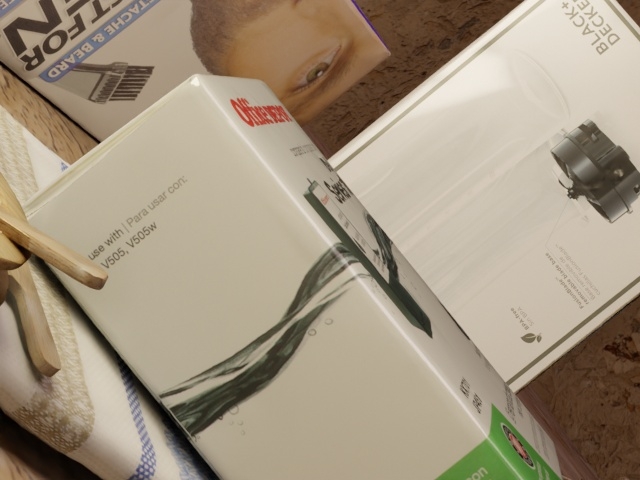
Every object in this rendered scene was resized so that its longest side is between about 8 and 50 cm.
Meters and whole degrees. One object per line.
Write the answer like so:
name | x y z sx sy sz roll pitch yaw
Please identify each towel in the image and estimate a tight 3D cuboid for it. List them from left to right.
towel | -0.091 0.029 0.545 0.285 0.034 0.209 45 11 -39

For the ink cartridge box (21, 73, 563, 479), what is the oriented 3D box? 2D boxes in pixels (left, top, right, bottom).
ink cartridge box | -0.002 0.040 0.551 0.208 0.087 0.153 51 8 -1

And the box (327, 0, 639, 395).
box | 0.084 0.002 0.814 0.169 0.290 0.087 50 4 9

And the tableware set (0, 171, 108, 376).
tableware set | -0.129 -0.055 0.447 0.128 0.039 0.194 42 13 -46

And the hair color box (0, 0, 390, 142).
hair color box | -0.108 -0.166 0.879 0.110 0.185 0.339 55 7 30

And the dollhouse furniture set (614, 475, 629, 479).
dollhouse furniture set | 0.236 0.262 1.076 0.197 0.151 0.301 53 5 12

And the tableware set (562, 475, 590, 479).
tableware set | 0.158 0.197 1.175 0.169 0.020 0.141 18 -18 19
